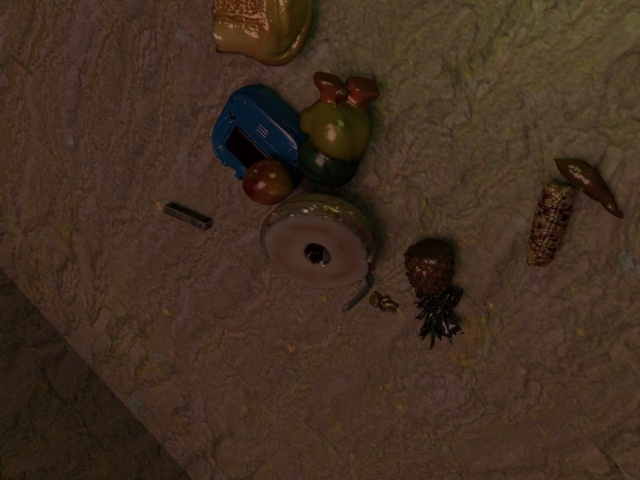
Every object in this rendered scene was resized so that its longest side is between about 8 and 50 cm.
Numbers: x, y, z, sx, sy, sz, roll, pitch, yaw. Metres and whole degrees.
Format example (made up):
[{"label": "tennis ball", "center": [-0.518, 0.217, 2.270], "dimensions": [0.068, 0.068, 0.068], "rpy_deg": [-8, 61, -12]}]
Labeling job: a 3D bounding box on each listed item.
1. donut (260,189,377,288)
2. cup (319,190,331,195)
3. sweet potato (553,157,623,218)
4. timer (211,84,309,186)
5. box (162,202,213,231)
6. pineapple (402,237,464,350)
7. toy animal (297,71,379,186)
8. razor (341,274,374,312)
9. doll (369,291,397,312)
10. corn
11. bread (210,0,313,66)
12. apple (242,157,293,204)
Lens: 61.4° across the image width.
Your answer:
[{"label": "donut", "center": [0.000, 0.000, 1.700], "dimensions": [0.383, 0.142, 0.382], "rpy_deg": [8, 137, 8]}, {"label": "cup", "center": [0.005, -0.101, 1.765], "dimensions": [0.099, 0.102, 0.074], "rpy_deg": [-41, 51, 39]}, {"label": "sweet potato", "center": [0.677, -0.137, 1.339], "dimensions": [0.226, 0.068, 0.068], "rpy_deg": [43, 127, 4]}, {"label": "timer", "center": [-0.192, -0.308, 1.745], "dimensions": [0.340, 0.115, 0.309], "rpy_deg": [44, 130, 4]}, {"label": "box", "center": [-0.513, -0.094, 2.078], "dimensions": [0.207, 0.050, 0.041], "rpy_deg": [22, 119, 20]}, {"label": "pineapple", "center": [0.354, 0.171, 1.645], "dimensions": [0.166, 0.165, 0.364], "rpy_deg": [0, 121, 31]}, {"label": "toy animal", "center": [0.044, -0.292, 1.539], "dimensions": [0.191, 0.216, 0.338], "rpy_deg": [-111, 29, -43]}, {"label": "razor", "center": [0.128, 0.190, 1.843], "dimensions": [0.191, 0.037, 0.068], "rpy_deg": [-56, 38, 40]}, {"label": "doll", "center": [0.211, 0.209, 1.810], "dimensions": [0.093, 0.051, 0.061], "rpy_deg": [11, 122, -7]}, {"label": "corn", "center": [0.602, -0.036, 1.421], "dimensions": [0.086, 0.086, 0.253], "rpy_deg": [17, 121, 23]}, {"label": "bread", "center": [-0.155, -0.661, 1.501], "dimensions": [0.270, 0.211, 0.315], "rpy_deg": [15, 128, 15]}, {"label": "apple", "center": [-0.155, -0.176, 1.637], "dimensions": [0.146, 0.146, 0.131], "rpy_deg": [-24, 138, 37]}]
